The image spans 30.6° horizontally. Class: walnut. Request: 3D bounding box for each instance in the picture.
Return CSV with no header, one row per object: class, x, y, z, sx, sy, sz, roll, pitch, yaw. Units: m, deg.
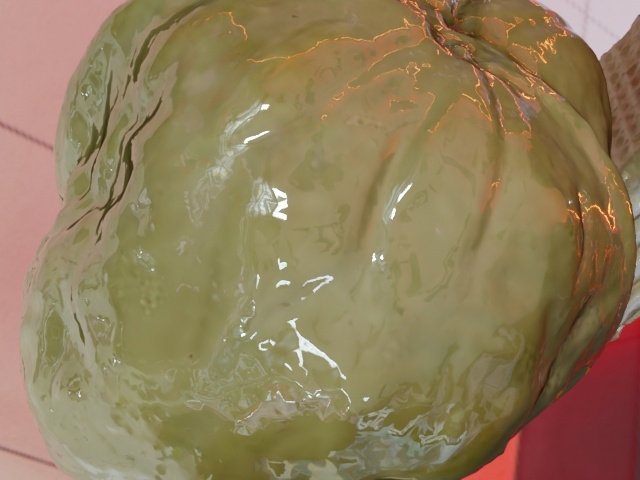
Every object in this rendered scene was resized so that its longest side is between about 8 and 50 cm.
walnut,0.000,-0.002,0.546,0.253,0.277,0.282,16,50,-26

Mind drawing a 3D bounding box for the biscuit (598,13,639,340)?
biscuit,0.241,-0.114,0.590,0.078,0.426,0.144,29,31,-18
